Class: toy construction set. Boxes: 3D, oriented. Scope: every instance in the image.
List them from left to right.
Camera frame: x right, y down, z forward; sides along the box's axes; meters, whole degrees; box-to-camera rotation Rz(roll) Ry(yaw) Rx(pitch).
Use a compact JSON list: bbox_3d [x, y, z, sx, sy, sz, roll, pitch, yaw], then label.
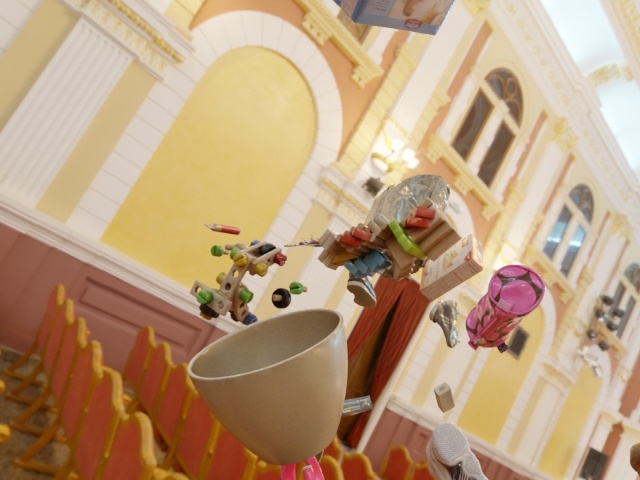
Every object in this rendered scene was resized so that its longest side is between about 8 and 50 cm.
[{"bbox_3d":[-0.247,0.082,1.350,0.309,0.257,0.237,57,20,22],"label":"toy construction set"}]

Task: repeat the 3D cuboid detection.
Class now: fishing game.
[{"bbox_3d":[0.000,0.000,1.624,0.189,0.041,0.264,-3,-2,-24],"label":"fishing game"}]

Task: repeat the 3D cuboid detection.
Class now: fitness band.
[{"bbox_3d":[-0.044,0.753,1.430,0.054,0.291,0.209,1,-34,-30],"label":"fitness band"}]

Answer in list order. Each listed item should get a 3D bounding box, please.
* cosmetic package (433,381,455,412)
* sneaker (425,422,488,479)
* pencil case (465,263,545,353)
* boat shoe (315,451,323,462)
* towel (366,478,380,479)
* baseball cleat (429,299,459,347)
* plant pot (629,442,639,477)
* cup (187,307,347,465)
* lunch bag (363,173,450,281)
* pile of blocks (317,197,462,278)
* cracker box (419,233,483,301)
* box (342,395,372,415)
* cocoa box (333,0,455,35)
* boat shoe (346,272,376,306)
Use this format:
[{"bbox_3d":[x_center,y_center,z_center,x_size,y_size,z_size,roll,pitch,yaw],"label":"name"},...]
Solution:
[{"bbox_3d":[0.490,0.622,1.958,0.041,0.060,0.115,50,-18,56],"label":"cosmetic package"},{"bbox_3d":[0.465,0.801,1.645,0.210,0.137,0.366,91,-21,-64],"label":"sneaker"},{"bbox_3d":[0.307,0.122,0.846,0.095,0.098,0.209,46,-16,25],"label":"pencil case"},{"bbox_3d":[-0.010,0.728,1.781,0.056,0.153,0.048,-4,-40,10],"label":"boat shoe"},{"bbox_3d":[-0.007,0.561,0.938,0.274,0.199,0.031,-25,-71,30],"label":"towel"},{"bbox_3d":[0.446,0.304,1.785,0.109,0.206,0.072,-11,-54,26],"label":"baseball cleat"},{"bbox_3d":[0.758,0.502,0.994,0.237,0.110,0.237,18,-31,11],"label":"plant pot"},{"bbox_3d":[-0.078,0.313,1.033,0.331,0.330,0.237,4,-67,70],"label":"cup"},{"bbox_3d":[0.277,-0.047,1.567,0.212,0.305,0.256,33,-34,-9],"label":"lunch bag"},{"bbox_3d":[0.129,0.012,1.132,0.362,0.149,0.112,-20,-27,33],"label":"pile of blocks"},{"bbox_3d":[0.459,0.096,1.742,0.067,0.156,0.232,42,-56,-13],"label":"cracker box"},{"bbox_3d":[0.067,0.692,2.013,0.232,0.059,0.183,1,-26,-34],"label":"box"},{"bbox_3d":[0.213,-0.760,1.411,0.346,0.231,0.228,-10,54,-36],"label":"cocoa box"},{"bbox_3d":[0.146,0.168,1.700,0.081,0.069,0.228,0,-28,18],"label":"boat shoe"}]
